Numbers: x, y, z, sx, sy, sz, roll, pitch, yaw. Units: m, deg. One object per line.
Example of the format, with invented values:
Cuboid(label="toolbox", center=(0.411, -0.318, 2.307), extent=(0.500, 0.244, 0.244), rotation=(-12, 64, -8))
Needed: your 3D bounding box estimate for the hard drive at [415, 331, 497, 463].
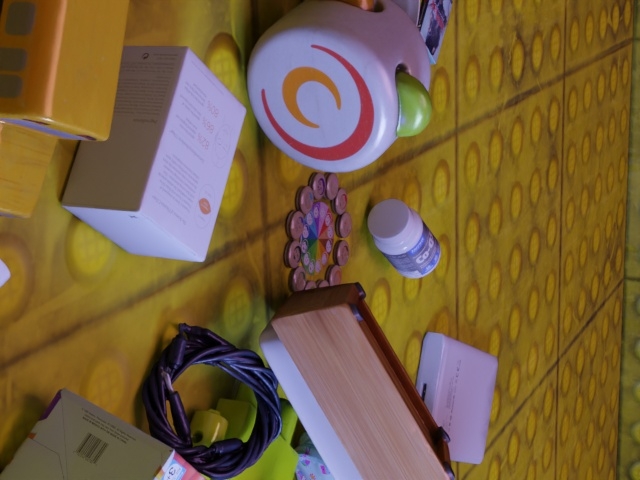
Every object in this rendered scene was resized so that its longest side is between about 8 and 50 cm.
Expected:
Cuboid(label="hard drive", center=(0.235, 0.282, 2.082), extent=(0.307, 0.040, 0.203), rotation=(27, 71, -63))

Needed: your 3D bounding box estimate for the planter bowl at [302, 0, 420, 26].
Cuboid(label="planter bowl", center=(0.046, -0.305, 1.493), extent=(0.162, 0.109, 0.162), rotation=(-24, 117, -60))

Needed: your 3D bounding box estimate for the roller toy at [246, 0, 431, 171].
Cuboid(label="roller toy", center=(0.023, -0.192, 1.382), extent=(0.209, 0.191, 0.146), rotation=(50, 41, -7))

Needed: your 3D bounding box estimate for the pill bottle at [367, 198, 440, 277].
Cuboid(label="pill bottle", center=(0.122, -0.004, 1.748), extent=(0.137, 0.078, 0.078), rotation=(46, 54, -57))

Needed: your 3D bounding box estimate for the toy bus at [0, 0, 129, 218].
Cuboid(label="toy bus", center=(-0.227, -0.185, 0.942), extent=(0.108, 0.130, 0.333), rotation=(15, 82, -64))

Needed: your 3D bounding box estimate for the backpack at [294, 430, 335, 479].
Cuboid(label="backpack", center=(0.039, 0.312, 1.586), extent=(0.115, 0.152, 0.182), rotation=(-51, 133, -42))

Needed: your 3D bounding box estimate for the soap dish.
Cuboid(label="soap dish", center=(0.050, 0.188, 1.409), extent=(0.291, 0.118, 0.229), rotation=(59, 7, -2))

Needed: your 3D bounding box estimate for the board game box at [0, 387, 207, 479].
Cuboid(label="board game box", center=(-0.168, 0.278, 1.117), extent=(0.142, 0.144, 0.275), rotation=(-57, 145, -17))

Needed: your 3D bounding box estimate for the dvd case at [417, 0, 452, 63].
Cuboid(label="dvd case", center=(0.177, -0.349, 1.859), extent=(0.087, 0.013, 0.119), rotation=(50, 51, -56))

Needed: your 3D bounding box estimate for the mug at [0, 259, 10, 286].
Cuboid(label="mug", center=(-0.287, 0.040, 0.951), extent=(0.064, 0.062, 0.078), rotation=(-60, 139, -26))

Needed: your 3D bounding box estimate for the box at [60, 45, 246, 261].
Cuboid(label="box", center=(-0.157, -0.083, 1.149), extent=(0.130, 0.091, 0.170), rotation=(45, 55, -58))

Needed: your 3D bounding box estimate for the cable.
Cuboid(label="cable", center=(-0.108, 0.182, 1.288), extent=(0.184, 0.047, 0.150), rotation=(39, 49, -34))

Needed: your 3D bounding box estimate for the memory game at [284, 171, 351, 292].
Cuboid(label="memory game", center=(0.000, 0.000, 1.576), extent=(0.186, 0.012, 0.186), rotation=(-21, 114, -61))

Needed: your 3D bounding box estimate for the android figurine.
Cuboid(label="android figurine", center=(-0.097, 0.296, 1.392), extent=(0.248, 0.056, 0.273), rotation=(55, 47, -53))
